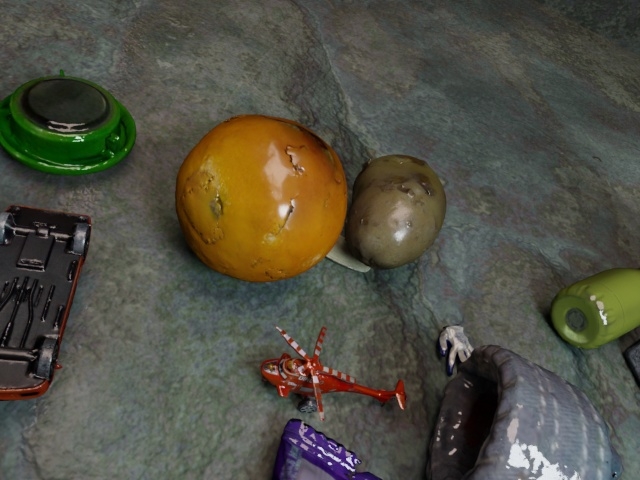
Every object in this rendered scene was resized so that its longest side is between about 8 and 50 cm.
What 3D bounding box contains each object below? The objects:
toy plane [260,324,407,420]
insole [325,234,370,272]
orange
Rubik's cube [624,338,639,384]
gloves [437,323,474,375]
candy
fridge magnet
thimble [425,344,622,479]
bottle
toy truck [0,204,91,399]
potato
[{"bbox_3d":[0.015,0.182,0.738,0.194,0.077,0.126,3,53,-31],"label":"toy plane"},{"bbox_3d":[0.000,0.000,0.930,0.191,0.010,0.063,26,46,0],"label":"insole"},{"bbox_3d":[-0.083,-0.060,0.794,0.245,0.246,0.246,12,47,-13],"label":"orange"},{"bbox_3d":[0.750,0.236,0.812,0.344,0.337,0.344,4,49,-18],"label":"Rubik's cube"},{"bbox_3d":[0.210,0.172,0.859,0.064,0.026,0.086,-5,58,-25],"label":"gloves"},{"bbox_3d":[-0.029,0.331,0.589,0.145,0.070,0.275,34,42,0],"label":"candy"},{"bbox_3d":[-0.398,-0.185,0.872,0.207,0.088,0.208,12,48,-13],"label":"fridge magnet"},{"bbox_3d":[0.242,0.259,0.682,0.172,0.205,0.236,28,21,-4],"label":"thimble"},{"bbox_3d":[0.529,0.106,0.988,0.260,0.112,0.112,-14,57,-32],"label":"bottle"},{"bbox_3d":[-0.344,0.077,0.648,0.107,0.114,0.253,10,46,-16],"label":"toy truck"},{"bbox_3d":[0.128,-0.049,0.927,0.164,0.165,0.262,21,35,-4],"label":"potato"}]
